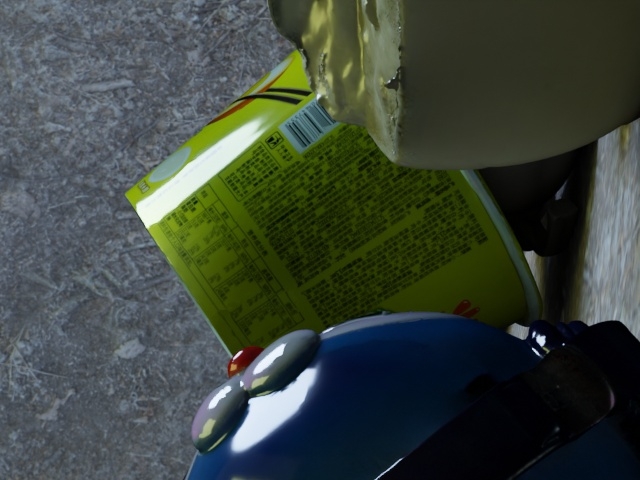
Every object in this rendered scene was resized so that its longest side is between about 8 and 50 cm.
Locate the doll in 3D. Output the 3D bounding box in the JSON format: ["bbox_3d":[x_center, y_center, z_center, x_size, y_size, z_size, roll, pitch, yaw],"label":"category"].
[{"bbox_3d":[0.052,0.151,0.863,0.240,0.284,0.310,50,-179,20],"label":"doll"}]

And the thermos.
[{"bbox_3d":[0.153,-0.059,1.334,0.193,0.105,0.137,85,159,-64],"label":"thermos"}]

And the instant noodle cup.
[{"bbox_3d":[0.000,0.000,1.385,0.311,0.221,0.311,57,175,7],"label":"instant noodle cup"}]

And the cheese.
[{"bbox_3d":[0.089,-0.154,0.968,0.266,0.233,0.127,91,174,-48],"label":"cheese"}]
